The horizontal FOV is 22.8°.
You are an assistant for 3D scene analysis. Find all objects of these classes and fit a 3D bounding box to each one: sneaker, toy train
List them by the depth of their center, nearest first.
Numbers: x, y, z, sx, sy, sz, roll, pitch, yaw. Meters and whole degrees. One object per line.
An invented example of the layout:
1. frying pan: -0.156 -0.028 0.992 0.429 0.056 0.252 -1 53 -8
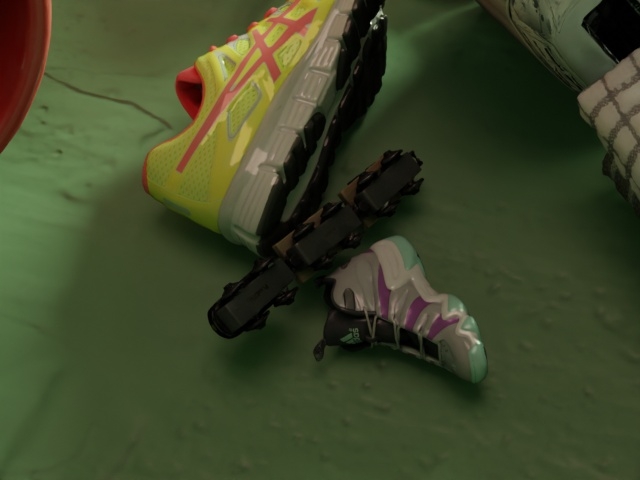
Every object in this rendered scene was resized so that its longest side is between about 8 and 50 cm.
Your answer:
1. sneaker: 0.030 0.043 0.743 0.069 0.038 0.098 -24 41 -15
2. toy train: 0.000 0.000 0.772 0.027 0.036 0.158 52 51 -3
3. sneaker: -0.027 -0.088 0.834 0.094 0.081 0.208 14 50 18

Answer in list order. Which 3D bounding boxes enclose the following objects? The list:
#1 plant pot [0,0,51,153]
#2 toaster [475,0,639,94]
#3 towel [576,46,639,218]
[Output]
1. plant pot: -0.292 -0.166 0.817 0.275 0.275 0.243 -14 39 -9
2. toaster: 0.137 -0.155 0.823 0.129 0.227 0.146 -43 55 11
3. towel: 0.293 -0.046 0.711 0.283 0.121 0.235 -32 49 5
